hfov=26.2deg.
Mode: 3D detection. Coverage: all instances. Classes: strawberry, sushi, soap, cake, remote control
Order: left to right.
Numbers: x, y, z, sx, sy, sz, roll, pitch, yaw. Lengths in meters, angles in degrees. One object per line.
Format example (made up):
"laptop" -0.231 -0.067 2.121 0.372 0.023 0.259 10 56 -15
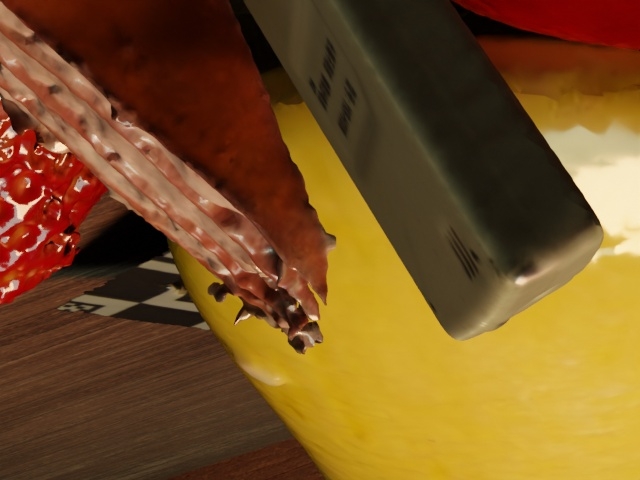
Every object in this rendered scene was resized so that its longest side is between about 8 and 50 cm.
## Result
"strawberry" -0.199 -0.025 0.831 0.190 0.111 0.236 -6 161 -27
"cake" -0.087 -0.077 0.440 0.135 0.287 0.098 -33 -176 -30
"remote control" -0.007 -0.101 0.441 0.038 0.285 0.123 -30 170 -8
"sushi" 0.000 0.000 1.191 0.373 0.100 0.296 10 158 -36
"soap" 0.090 0.034 0.679 0.306 0.115 0.427 4 151 12

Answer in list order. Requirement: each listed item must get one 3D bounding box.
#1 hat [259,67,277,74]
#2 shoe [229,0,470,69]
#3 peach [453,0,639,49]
"hat" -0.037 -0.066 0.784 0.166 0.144 0.173 -16 169 -8
"shoe" -0.096 -0.123 0.606 0.336 0.132 0.171 -9 172 -36
"peach" 0.108 -0.203 0.444 0.281 0.281 0.338 -15 -162 -4
